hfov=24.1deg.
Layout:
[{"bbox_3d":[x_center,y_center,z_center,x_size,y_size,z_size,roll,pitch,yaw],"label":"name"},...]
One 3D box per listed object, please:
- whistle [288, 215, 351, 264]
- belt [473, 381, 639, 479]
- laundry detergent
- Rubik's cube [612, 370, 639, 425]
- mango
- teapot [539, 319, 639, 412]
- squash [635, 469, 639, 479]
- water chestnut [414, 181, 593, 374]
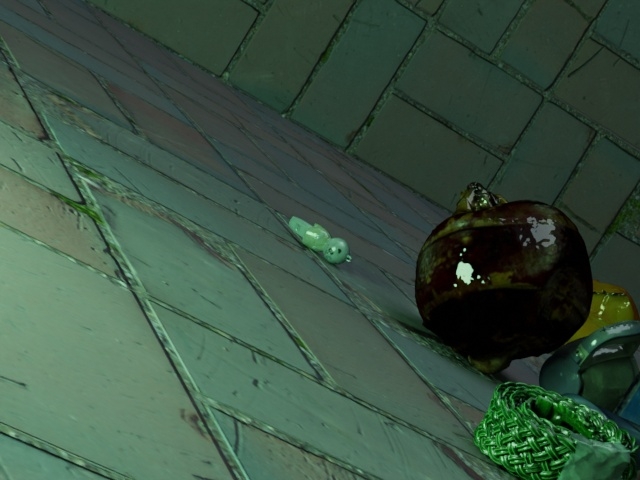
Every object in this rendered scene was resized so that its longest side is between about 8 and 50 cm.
[{"bbox_3d":[0.000,0.000,1.927,0.100,0.035,0.035,34,7,22],"label":"whistle"},{"bbox_3d":[0.217,0.196,1.389,0.151,0.079,0.121,22,16,11],"label":"belt"},{"bbox_3d":[0.325,0.222,1.691,0.206,0.061,0.096,27,11,-32],"label":"laundry detergent"},{"bbox_3d":[0.617,0.213,1.843,0.363,0.362,0.359,36,11,37],"label":"Rubik's cube"},{"bbox_3d":[0.436,0.130,2.509,0.187,0.138,0.257,14,2,5],"label":"mango"},{"bbox_3d":[0.340,0.170,1.867,0.108,0.111,0.149,0,-17,-40],"label":"teapot"},{"bbox_3d":[0.400,0.297,1.462,0.250,0.083,0.083,25,9,-24],"label":"squash"},{"bbox_3d":[0.221,0.039,1.842,0.224,0.224,0.238,25,43,-44],"label":"water chestnut"}]
